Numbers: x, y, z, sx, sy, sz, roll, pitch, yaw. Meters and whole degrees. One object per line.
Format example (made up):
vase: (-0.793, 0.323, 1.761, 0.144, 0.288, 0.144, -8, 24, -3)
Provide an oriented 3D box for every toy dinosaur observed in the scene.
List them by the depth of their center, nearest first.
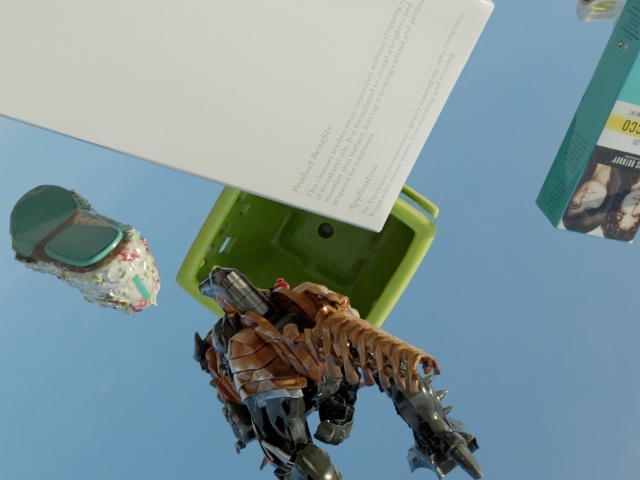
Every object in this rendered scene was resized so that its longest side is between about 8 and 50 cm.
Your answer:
toy dinosaur: (-0.009, 0.108, 0.759, 0.164, 0.218, 0.322, -35, -176, -2)

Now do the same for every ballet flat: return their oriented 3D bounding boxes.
ballet flat: (-0.213, 0.014, 0.962, 0.091, 0.077, 0.241, -42, -149, -13)

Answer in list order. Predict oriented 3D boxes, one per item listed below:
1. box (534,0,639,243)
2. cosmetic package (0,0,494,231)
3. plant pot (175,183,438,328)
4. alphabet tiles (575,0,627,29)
box: (0.322, -0.121, 1.123, 0.060, 0.100, 0.244, -113, -142, -57)
cosmetic package: (-0.089, -0.169, 0.810, 0.217, 0.384, 0.156, -62, -148, 14)
plant pot: (0.000, 0.000, 1.276, 0.227, 0.228, 0.207, -58, 175, 16)
alphabet tiles: (0.456, -0.305, 1.293, 0.284, 0.278, 0.021, -5, -101, 4)
